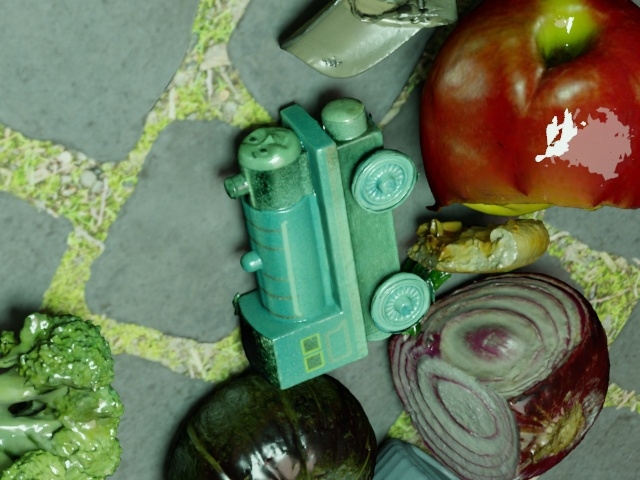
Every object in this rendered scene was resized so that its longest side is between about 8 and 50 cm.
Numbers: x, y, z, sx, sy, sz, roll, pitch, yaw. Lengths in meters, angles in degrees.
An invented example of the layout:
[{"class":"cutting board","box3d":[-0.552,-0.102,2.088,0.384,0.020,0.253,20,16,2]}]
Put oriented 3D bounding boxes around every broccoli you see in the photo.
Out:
[{"class":"broccoli","box3d":[-0.298,0.184,1.726,0.254,0.186,0.302,-27,137,-5]}]

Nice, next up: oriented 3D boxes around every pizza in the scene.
[{"class":"pizza","box3d":[0.163,0.002,1.920,0.182,0.161,0.062,-13,95,-64]}]

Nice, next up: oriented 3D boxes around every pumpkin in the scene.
[{"class":"pumpkin","box3d":[-0.049,0.249,1.951,0.238,0.159,0.238,-20,128,-28]}]

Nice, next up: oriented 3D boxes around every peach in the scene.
[{"class":"peach","box3d":[0.226,-0.101,1.836,0.281,0.281,0.338,-26,149,-18]}]

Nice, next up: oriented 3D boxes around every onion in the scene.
[{"class":"onion","box3d":[0.218,0.159,2.042,0.207,0.216,0.206,-31,136,-23]}]

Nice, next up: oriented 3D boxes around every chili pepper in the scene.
[{"class":"chili pepper","box3d":[0.142,0.034,1.996,0.182,0.050,0.073,-31,96,-22]}]

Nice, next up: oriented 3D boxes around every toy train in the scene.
[{"class":"toy train","box3d":[0.000,0.000,1.856,0.194,0.120,0.298,-21,128,-15]}]

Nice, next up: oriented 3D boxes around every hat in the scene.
[{"class":"hat","box3d":[0.034,-0.237,1.765,0.175,0.085,0.147,-31,148,17]}]

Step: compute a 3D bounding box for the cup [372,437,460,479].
[{"class":"cup","box3d":[0.076,0.412,2.044,0.257,0.331,0.311,40,91,0]}]
